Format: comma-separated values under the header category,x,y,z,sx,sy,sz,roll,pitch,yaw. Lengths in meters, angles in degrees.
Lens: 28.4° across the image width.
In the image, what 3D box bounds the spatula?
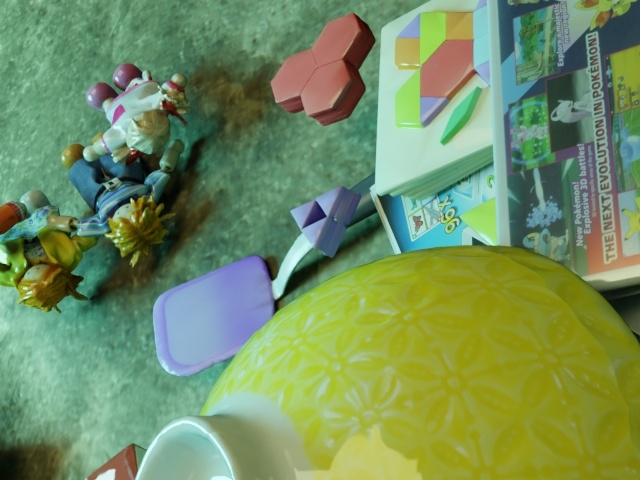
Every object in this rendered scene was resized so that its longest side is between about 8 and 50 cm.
category,x,y,z,sx,sy,sz,roll,pitch,yaw
spatula,0.000,0.000,0.845,0.296,0.030,0.084,-36,43,25

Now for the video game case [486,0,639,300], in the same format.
category,x,y,z,sx,sy,sz,roll,pitch,yaw
video game case,0.166,-0.075,0.601,0.183,0.023,0.201,-15,63,32

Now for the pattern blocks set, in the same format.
category,x,y,z,sx,sy,sz,roll,pitch,yaw
pattern blocks set,0.104,-0.109,0.724,0.325,0.026,0.285,-36,42,23

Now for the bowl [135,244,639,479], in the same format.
category,x,y,z,sx,sy,sz,roll,pitch,yaw
bowl,0.007,0.137,0.560,0.289,0.156,0.289,-19,67,55

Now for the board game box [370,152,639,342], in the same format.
category,x,y,z,sx,sy,sz,roll,pitch,yaw
board game box,0.146,0.017,0.651,0.193,0.053,0.305,-41,40,20

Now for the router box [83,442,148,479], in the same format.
category,x,y,z,sx,sy,sz,roll,pitch,yaw
router box,-0.165,0.341,0.740,0.301,0.082,0.335,-40,40,22

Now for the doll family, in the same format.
category,x,y,z,sx,sy,sz,roll,pitch,yaw
doll family,-0.194,-0.025,1.038,0.263,0.118,0.163,-36,32,-1
